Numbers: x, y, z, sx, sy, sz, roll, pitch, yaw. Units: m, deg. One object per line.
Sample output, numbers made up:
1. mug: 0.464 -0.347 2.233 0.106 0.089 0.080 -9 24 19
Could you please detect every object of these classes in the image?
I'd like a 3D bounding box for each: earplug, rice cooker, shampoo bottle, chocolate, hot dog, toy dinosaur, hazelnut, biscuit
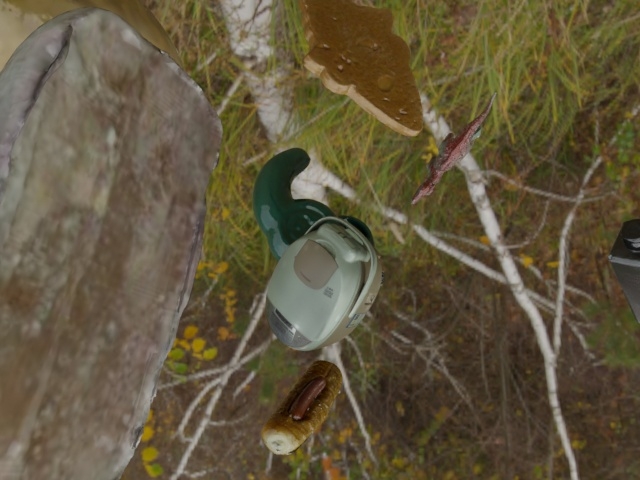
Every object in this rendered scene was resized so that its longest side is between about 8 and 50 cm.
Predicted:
1. earplug: -0.007 0.001 1.290 0.164 0.257 0.280 -35 128 -8
2. rice cooker: 0.007 0.069 1.105 0.206 0.145 0.127 -56 148 13
3. shampoo bottle: 0.523 0.051 1.170 0.080 0.079 0.246 12 154 42
4. chocolate: -0.163 0.015 0.456 0.101 0.303 0.185 9 166 27
5. hot dog: -0.016 0.223 1.031 0.066 0.216 0.047 28 115 12
6. toy dinosaur: 0.269 -0.185 1.461 0.053 0.167 0.242 40 123 -2
7. hazelnut: -0.272 -0.174 0.795 0.261 0.241 0.261 25 162 9
8. biscuit: 0.054 -0.236 0.960 0.162 0.250 0.035 -29 169 -26
